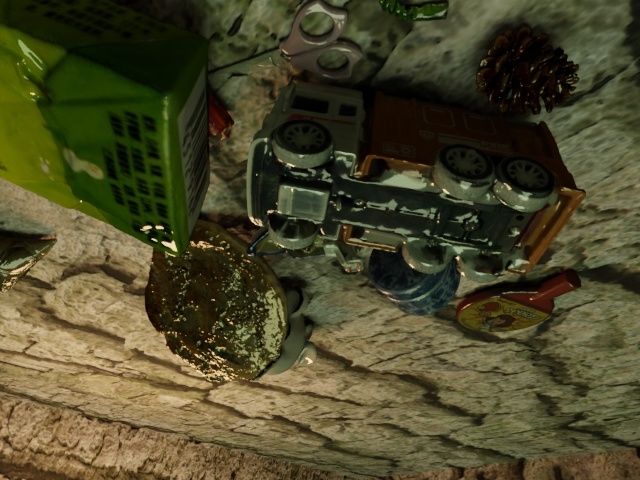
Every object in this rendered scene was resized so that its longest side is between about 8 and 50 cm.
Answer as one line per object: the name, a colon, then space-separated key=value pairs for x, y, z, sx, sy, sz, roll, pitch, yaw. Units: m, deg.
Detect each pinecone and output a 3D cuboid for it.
pinecone: x=0.245 y=-0.197 z=0.593 sx=0.109 sy=0.102 sz=0.102 roll=22 pitch=157 yaw=31

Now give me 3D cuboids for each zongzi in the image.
zongzi: x=-0.661 y=-0.006 z=1.026 sx=0.178 sy=0.081 sz=0.189 roll=-37 pitch=118 yaw=17

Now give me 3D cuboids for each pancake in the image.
pancake: x=-0.216 y=0.130 z=1.012 sx=0.355 sy=0.065 sz=0.357 roll=9 pitch=111 yaw=24

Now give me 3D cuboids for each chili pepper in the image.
chili pepper: x=0.105 y=-0.263 z=0.579 sx=0.083 sy=0.022 sz=0.027 roll=5 pitch=180 yaw=-2

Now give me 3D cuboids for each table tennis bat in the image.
table tennis bat: x=0.440 y=0.142 z=1.135 sx=0.200 sy=0.038 sz=0.310 roll=18 pitch=147 yaw=-20

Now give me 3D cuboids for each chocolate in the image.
chocolate: x=-0.279 y=-0.153 z=0.629 sx=0.288 sy=0.137 sz=0.301 roll=23 pitch=144 yaw=3

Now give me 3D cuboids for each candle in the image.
candle: x=-0.165 y=-0.185 z=0.697 sx=0.051 sy=0.052 sz=0.131 roll=-13 pitch=143 yaw=24

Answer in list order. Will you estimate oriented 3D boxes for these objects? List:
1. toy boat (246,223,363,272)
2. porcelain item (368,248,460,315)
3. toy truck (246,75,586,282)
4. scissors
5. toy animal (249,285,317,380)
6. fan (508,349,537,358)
toy boat: x=0.000 y=0.000 z=0.895 sx=0.261 sy=0.115 sz=0.114 roll=-1 pitch=146 yaw=8
porcelain item: x=0.170 y=0.052 z=0.926 sx=0.147 sy=0.147 sz=0.114 roll=-18 pitch=140 yaw=29
toy truck: x=0.108 y=-0.092 z=0.669 sx=0.387 sy=0.207 sz=0.173 roll=10 pitch=138 yaw=-2
scissors: x=-0.056 y=-0.231 z=0.643 sx=0.212 sy=0.021 sz=0.110 roll=-10 pitch=141 yaw=19
toy animal: x=-0.112 y=0.243 z=1.240 sx=0.257 sy=0.194 sz=0.357 roll=-25 pitch=159 yaw=1
fan: x=0.554 y=0.311 z=1.396 sx=0.083 sy=0.004 sz=0.056 roll=14 pitch=146 yaw=-14
